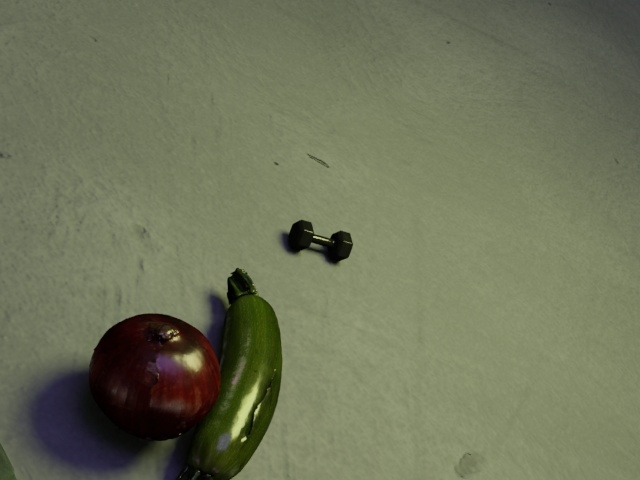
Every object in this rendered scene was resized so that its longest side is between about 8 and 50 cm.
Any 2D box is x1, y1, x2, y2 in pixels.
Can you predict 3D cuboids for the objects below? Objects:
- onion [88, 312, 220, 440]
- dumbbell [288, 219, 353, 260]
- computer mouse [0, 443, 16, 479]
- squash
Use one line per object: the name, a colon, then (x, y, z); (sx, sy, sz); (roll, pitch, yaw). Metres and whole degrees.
onion: (-0.160, 0.130, 1.081); (0.131, 0.131, 0.131); (23, 38, -19)
dumbbell: (0.000, 0.000, 1.437); (0.083, 0.040, 0.036); (16, 9, -28)
computer mouse: (-0.290, 0.199, 0.891); (0.126, 0.071, 0.231); (10, 52, -58)
squash: (-0.081, 0.147, 1.171); (0.080, 0.071, 0.318); (31, 36, -17)
